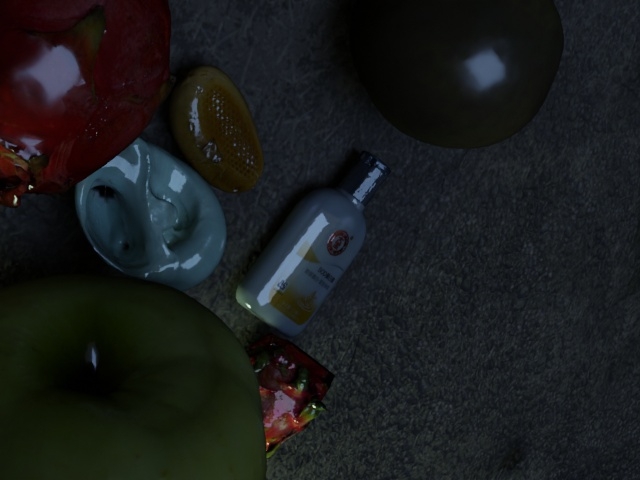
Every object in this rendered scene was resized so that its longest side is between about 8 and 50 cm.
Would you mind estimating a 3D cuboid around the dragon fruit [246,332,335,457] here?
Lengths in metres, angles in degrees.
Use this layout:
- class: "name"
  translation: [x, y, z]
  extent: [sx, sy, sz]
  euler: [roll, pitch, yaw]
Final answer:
- class: "dragon fruit"
  translation: [-0.075, 0.232, 1.692]
  extent: [0.160, 0.166, 0.172]
  euler: [39, 87, -41]

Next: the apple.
- class: "apple"
  translation: [-0.282, 0.271, 1.358]
  extent: [0.474, 0.474, 0.473]
  euler: [-19, 122, -33]

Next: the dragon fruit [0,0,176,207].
- class: "dragon fruit"
  translation: [-0.301, -0.194, 1.216]
  extent: [0.301, 0.296, 0.295]
  euler: [-64, 142, -37]

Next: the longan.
- class: "longan"
  translation: [0.185, -0.266, 1.596]
  extent: [0.297, 0.297, 0.297]
  euler: [-19, 122, -33]

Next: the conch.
- class: "conch"
  translation: [-0.220, -0.029, 1.457]
  extent: [0.221, 0.121, 0.185]
  euler: [49, 41, -20]

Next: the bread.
- class: "bread"
  translation: [-0.140, -0.143, 1.517]
  extent: [0.114, 0.077, 0.189]
  euler: [-55, 137, -33]

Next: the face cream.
- class: "face cream"
  translation: [0.000, 0.000, 1.706]
  extent: [0.291, 0.071, 0.144]
  euler: [-54, 134, -6]
